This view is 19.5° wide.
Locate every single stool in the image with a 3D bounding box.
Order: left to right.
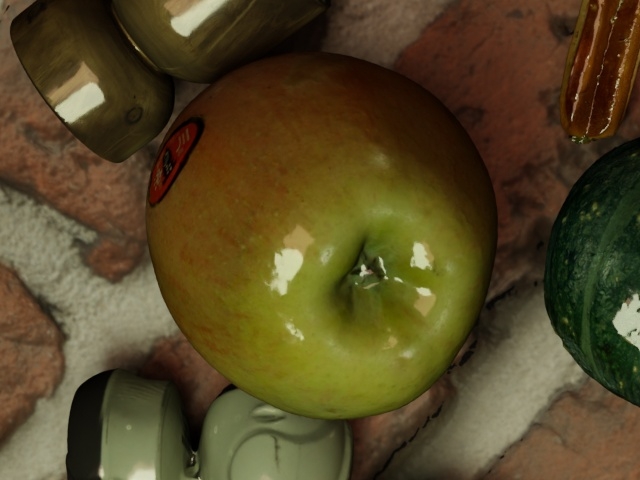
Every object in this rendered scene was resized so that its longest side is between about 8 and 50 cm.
[{"bbox_3d":[-0.144,-0.222,1.805,0.264,0.179,0.179,-35,95,12],"label":"stool"}]

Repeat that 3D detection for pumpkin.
[{"bbox_3d":[0.320,0.025,1.752,0.197,0.293,0.263,26,98,27],"label":"pumpkin"}]

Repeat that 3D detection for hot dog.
[{"bbox_3d":[0.279,-0.185,1.823,0.072,0.055,0.188,15,103,1],"label":"hot dog"}]

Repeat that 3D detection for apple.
[{"bbox_3d":[0.000,0.000,1.745,0.339,0.305,0.338,-9,122,-14],"label":"apple"}]

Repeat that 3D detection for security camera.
[{"bbox_3d":[-0.106,0.225,1.884,0.277,0.191,0.197,-1,146,6],"label":"security camera"}]
